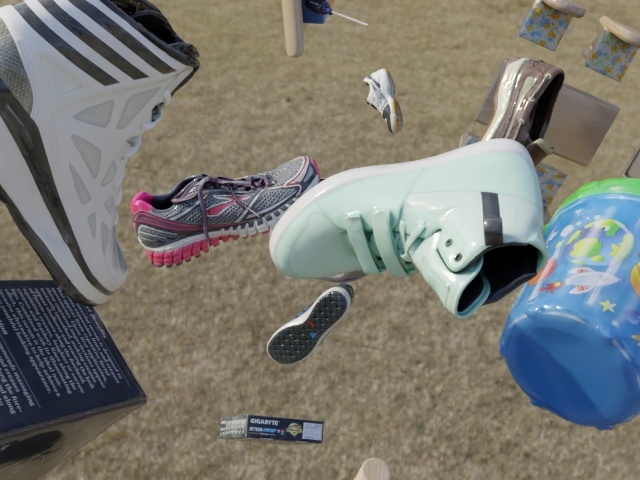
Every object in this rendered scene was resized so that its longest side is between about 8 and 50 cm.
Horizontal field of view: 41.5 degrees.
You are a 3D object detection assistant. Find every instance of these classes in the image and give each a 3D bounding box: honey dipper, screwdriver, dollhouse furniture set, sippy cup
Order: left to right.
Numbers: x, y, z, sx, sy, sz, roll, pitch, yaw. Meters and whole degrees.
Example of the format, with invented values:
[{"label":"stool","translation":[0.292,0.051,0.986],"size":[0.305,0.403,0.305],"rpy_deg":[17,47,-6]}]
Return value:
[{"label":"screwdriver","translation":[0.022,-0.340,1.268],"size":[0.025,0.024,0.170],"rpy_deg":[-35,39,-7]},{"label":"honey dipper","translation":[0.037,0.269,0.855],"size":[0.030,0.160,0.030],"rpy_deg":[7,48,-8]},{"label":"dollhouse furniture set","translation":[0.471,-0.174,1.439],"size":[0.394,0.362,0.256],"rpy_deg":[21,24,-8]},{"label":"sippy cup","translation":[0.324,0.082,0.954],"size":[0.240,0.305,0.224],"rpy_deg":[52,52,-6]}]

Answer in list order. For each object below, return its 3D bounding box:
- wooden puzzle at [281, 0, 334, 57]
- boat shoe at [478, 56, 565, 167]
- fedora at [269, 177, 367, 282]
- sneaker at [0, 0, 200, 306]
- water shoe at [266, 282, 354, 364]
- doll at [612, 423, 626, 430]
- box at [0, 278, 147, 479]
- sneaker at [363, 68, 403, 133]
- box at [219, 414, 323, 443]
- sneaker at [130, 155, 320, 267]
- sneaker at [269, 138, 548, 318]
[{"label":"wooden puzzle","translation":[-0.007,-0.518,1.382],"size":[0.080,0.322,0.348],"rpy_deg":[2,41,9]},{"label":"boat shoe","translation":[0.285,-0.135,1.214],"size":[0.095,0.257,0.095],"rpy_deg":[17,7,39]},{"label":"fedora","translation":[0.000,0.000,1.795],"size":[0.275,0.244,0.124],"rpy_deg":[40,32,-4]},{"label":"sneaker","translation":[-0.228,-0.097,0.941],"size":[0.257,0.447,0.169],"rpy_deg":[-31,63,-13]},{"label":"water shoe","translation":[-0.011,0.156,1.548],"size":[0.073,0.203,0.080],"rpy_deg":[51,23,3]},{"label":"doll","translation":[0.406,0.188,1.117],"size":[0.046,0.129,0.189],"rpy_deg":[9,18,36]},{"label":"box","translation":[-0.462,0.211,1.027],"size":[0.212,0.293,0.395],"rpy_deg":[56,15,13]},{"label":"sneaker","translation":[0.076,-0.166,1.026],"size":[0.037,0.083,0.032],"rpy_deg":[-17,-15,19]},{"label":"box","translation":[-0.112,0.423,1.875],"size":[0.175,0.220,0.051],"rpy_deg":[10,73,-19]},{"label":"sneaker","translation":[-0.143,-0.060,1.289],"size":[0.299,0.112,0.121],"rpy_deg":[-22,26,-1]},{"label":"sneaker","translation":[0.068,0.007,0.728],"size":[0.256,0.094,0.151],"rpy_deg":[-19,39,16]}]
